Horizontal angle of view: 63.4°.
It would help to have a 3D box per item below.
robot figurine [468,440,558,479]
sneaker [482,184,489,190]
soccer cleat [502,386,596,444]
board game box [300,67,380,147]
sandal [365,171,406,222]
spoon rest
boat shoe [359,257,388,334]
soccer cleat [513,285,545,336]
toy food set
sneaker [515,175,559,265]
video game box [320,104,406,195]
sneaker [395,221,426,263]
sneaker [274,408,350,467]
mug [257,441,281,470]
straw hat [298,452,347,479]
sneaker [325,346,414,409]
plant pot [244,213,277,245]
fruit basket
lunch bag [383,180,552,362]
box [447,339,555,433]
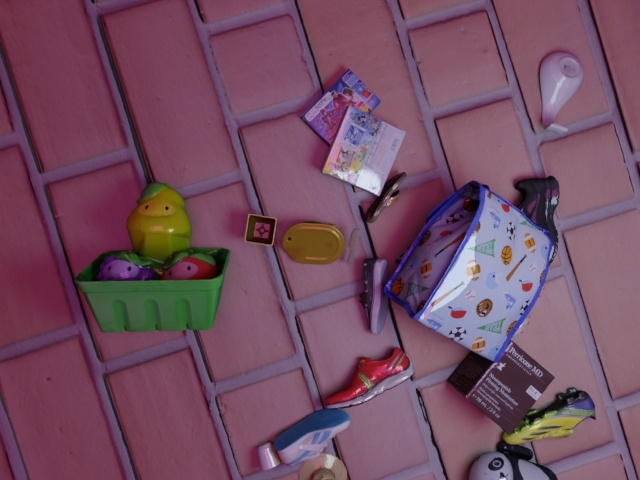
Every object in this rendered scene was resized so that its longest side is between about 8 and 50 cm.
[{"bbox_3d":[0.565,0.710,1.478,0.278,0.209,0.173,20,101,-4],"label":"robot figurine"},{"bbox_3d":[0.438,-0.071,1.535,0.082,0.069,0.209,43,80,-30],"label":"sneaker"},{"bbox_3d":[0.680,0.544,1.527,0.289,0.093,0.121,-26,91,-4],"label":"soccer cleat"},{"bbox_3d":[0.059,-0.383,1.519,0.201,0.035,0.136,-45,93,-3],"label":"board game box"},{"bbox_3d":[0.197,-0.121,1.514,0.049,0.072,0.180,33,89,-18],"label":"sandal"},{"bbox_3d":[0.710,-0.441,1.550,0.137,0.084,0.276,17,75,-5],"label":"spoon rest"},{"bbox_3d":[0.148,0.160,1.505,0.076,0.080,0.228,9,108,30],"label":"boat shoe"},{"bbox_3d":[0.592,0.191,1.540,0.076,0.068,0.196,29,81,2],"label":"soccer cleat"},{"bbox_3d":[0.000,0.000,1.505,0.218,0.071,0.128,5,113,-2],"label":"toy food set"},{"bbox_3d":[0.627,-0.049,1.533,0.130,0.109,0.286,2,83,6],"label":"sneaker"},{"bbox_3d":[0.122,-0.256,1.496,0.187,0.048,0.205,22,93,-16],"label":"video game box"},{"bbox_3d":[0.273,0.041,1.510,0.086,0.085,0.237,24,85,7],"label":"sneaker"},{"bbox_3d":[-0.015,0.565,1.495,0.229,0.087,0.092,-25,113,-6],"label":"sneaker"},{"bbox_3d":[-0.149,0.617,1.499,0.062,0.078,0.064,-24,81,29],"label":"mug"},{"bbox_3d":[0.009,0.693,1.500,0.145,0.061,0.144,0,90,-4],"label":"straw hat"},{"bbox_3d":[0.131,0.400,1.505,0.279,0.107,0.118,-26,73,-6],"label":"sneaker"},{"bbox_3d":[-0.170,-0.029,1.479,0.082,0.083,0.081,9,89,-4],"label":"plant pot"},{"bbox_3d":[-0.433,0.038,1.390,0.392,0.283,0.392,-1,108,-4],"label":"fruit basket"},{"bbox_3d":[0.415,0.073,1.399,0.328,0.239,0.385,28,97,-26],"label":"lunch bag"},{"bbox_3d":[0.507,0.397,1.479,0.168,0.167,0.203,40,87,-3],"label":"box"}]
